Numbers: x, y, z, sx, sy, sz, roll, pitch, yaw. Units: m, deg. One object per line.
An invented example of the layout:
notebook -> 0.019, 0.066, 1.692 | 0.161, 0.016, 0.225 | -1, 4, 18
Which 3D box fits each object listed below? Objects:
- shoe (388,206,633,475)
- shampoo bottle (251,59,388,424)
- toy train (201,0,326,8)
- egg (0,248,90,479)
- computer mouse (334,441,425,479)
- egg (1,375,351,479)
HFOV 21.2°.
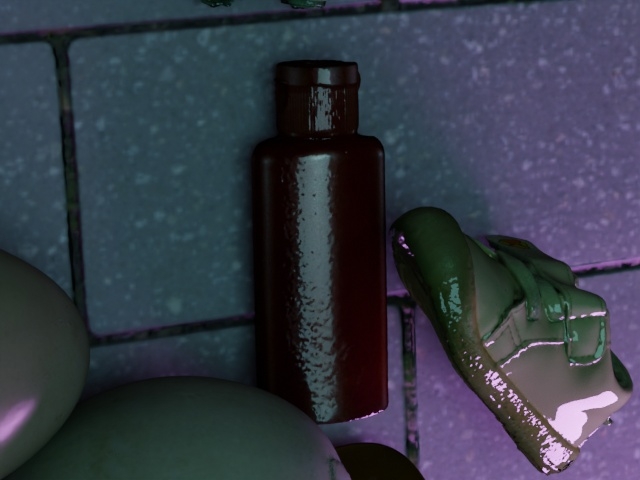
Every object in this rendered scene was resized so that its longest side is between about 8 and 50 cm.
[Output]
shoe -> 0.140, 0.062, 1.270 | 0.128, 0.140, 0.262 | -40, 125, -9
shampoo bottle -> 0.000, 0.000, 1.242 | 0.102, 0.064, 0.260 | -4, 102, -18
toy train -> -0.039, -0.207, 1.175 | 0.149, 0.081, 0.099 | 2, 99, -21
egg -> -0.271, 0.083, 1.086 | 0.254, 0.188, 0.188 | -5, 102, -25
computer mouse -> 0.034, 0.307, 1.315 | 0.158, 0.072, 0.310 | -16, 107, -15
egg -> -0.103, 0.187, 1.171 | 0.253, 0.186, 0.186 | -7, 104, -5
